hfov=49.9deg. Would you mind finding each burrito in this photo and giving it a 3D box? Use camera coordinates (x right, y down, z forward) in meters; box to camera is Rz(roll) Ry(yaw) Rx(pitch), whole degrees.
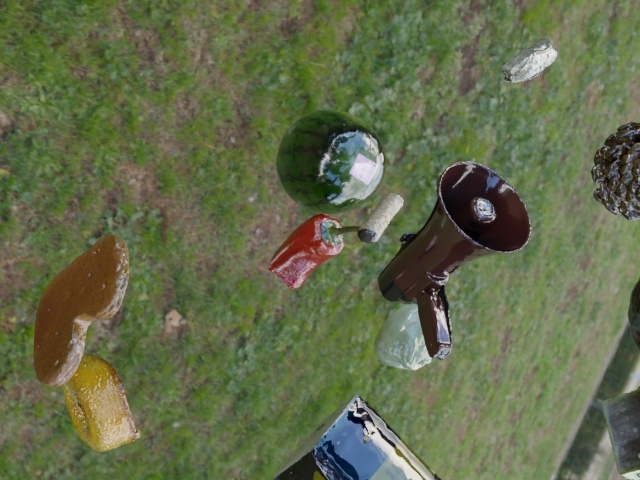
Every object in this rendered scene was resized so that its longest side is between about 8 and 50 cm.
[{"bbox_3d":[0.474,-0.407,1.551,0.229,0.058,0.063,-38,134,-41],"label":"burrito"}]

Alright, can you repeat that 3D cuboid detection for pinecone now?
[{"bbox_3d":[0.776,-0.168,1.654,0.257,0.243,0.244,-16,121,-64],"label":"pinecone"}]

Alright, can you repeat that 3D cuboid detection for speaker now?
[{"bbox_3d":[0.251,0.054,1.308,0.198,0.259,0.330,-16,151,-36],"label":"speaker"}]

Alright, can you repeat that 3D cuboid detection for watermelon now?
[{"bbox_3d":[0.028,-0.243,2.143,0.363,0.363,0.364,-27,127,-42],"label":"watermelon"}]

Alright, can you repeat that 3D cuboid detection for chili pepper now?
[{"bbox_3d":[-0.003,-0.004,1.929,0.338,0.134,0.131,-42,-169,38],"label":"chili pepper"}]

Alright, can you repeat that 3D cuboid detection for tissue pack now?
[{"bbox_3d":[0.127,0.635,1.706,0.253,0.416,0.264,-40,173,-44],"label":"tissue pack"}]

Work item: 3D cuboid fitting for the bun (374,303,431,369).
[{"bbox_3d":[0.321,0.331,2.305,0.283,0.179,0.283,-34,150,-22],"label":"bun"}]

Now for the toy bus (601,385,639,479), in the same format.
[{"bbox_3d":[0.463,0.182,0.709,0.139,0.301,0.113,39,37,-30],"label":"toy bus"}]

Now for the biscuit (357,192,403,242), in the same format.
[{"bbox_3d":[0.156,-0.057,1.771,0.219,0.061,0.055,-53,150,-51],"label":"biscuit"}]

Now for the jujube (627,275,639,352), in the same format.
[{"bbox_3d":[0.611,0.091,1.016,0.316,0.226,0.226,-13,122,-16],"label":"jujube"}]

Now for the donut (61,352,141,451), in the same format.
[{"bbox_3d":[-0.527,0.387,1.636,0.118,0.253,0.254,-22,125,-32],"label":"donut"}]

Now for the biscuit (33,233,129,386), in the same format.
[{"bbox_3d":[-0.483,0.145,1.410,0.277,0.262,0.052,-38,137,17],"label":"biscuit"}]
